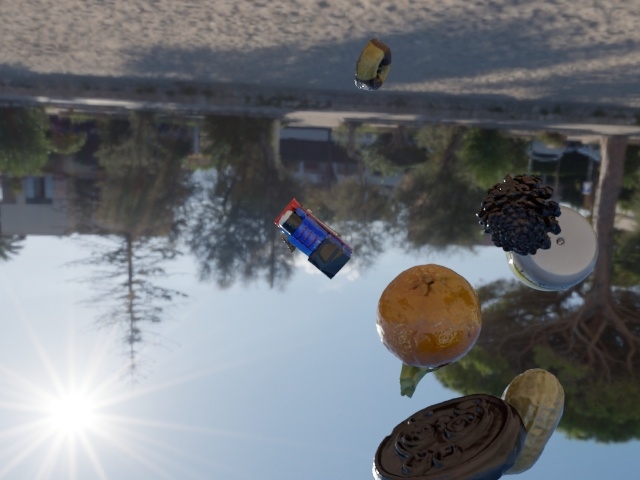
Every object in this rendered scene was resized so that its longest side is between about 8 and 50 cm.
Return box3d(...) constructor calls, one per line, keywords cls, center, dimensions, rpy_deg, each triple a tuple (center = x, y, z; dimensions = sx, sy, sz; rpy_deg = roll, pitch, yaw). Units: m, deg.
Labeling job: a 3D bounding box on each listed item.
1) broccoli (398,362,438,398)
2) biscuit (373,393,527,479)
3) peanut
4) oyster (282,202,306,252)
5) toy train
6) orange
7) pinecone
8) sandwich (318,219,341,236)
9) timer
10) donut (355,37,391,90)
box3d(cls="broccoli", center=(0.347, 0.364, 2.127), dimensions=(0.302, 0.254, 0.186), rpy_deg=(-37, 166, -22))
box3d(cls="biscuit", center=(0.320, 0.520, 1.533), dimensions=(0.408, 0.091, 0.407), rpy_deg=(-23, -174, 2))
box3d(cls="peanut", center=(0.561, 0.515, 1.661), dimensions=(0.158, 0.339, 0.174), rpy_deg=(22, -176, -19))
box3d(cls="oyster", center=(-0.074, -0.039, 1.633), dimensions=(0.029, 0.132, 0.086), rpy_deg=(15, -165, -47))
box3d(cls="toy train", center=(-0.018, -0.005, 1.490), dimensions=(0.204, 0.082, 0.131), rpy_deg=(39, -164, -6))
box3d(cls="orange", center=(0.344, 0.231, 1.898), dimensions=(0.341, 0.293, 0.340), rpy_deg=(-9, -143, 7))
box3d(cls="pinecone", center=(0.540, -0.081, 1.602), dimensions=(0.222, 0.221, 0.221), rpy_deg=(3, -170, 0))
box3d(cls="sandwich", center=(0.000, 0.000, 1.756), dimensions=(0.074, 0.074, 0.116), rpy_deg=(-18, -142, -32))
box3d(cls="timer", center=(0.693, 0.037, 1.842), dimensions=(0.286, 0.284, 0.285), rpy_deg=(3, -170, 0))
box3d(cls="donut", center=(0.185, -0.598, 2.050), dimensions=(0.073, 0.184, 0.166), rpy_deg=(30, -125, 20))
